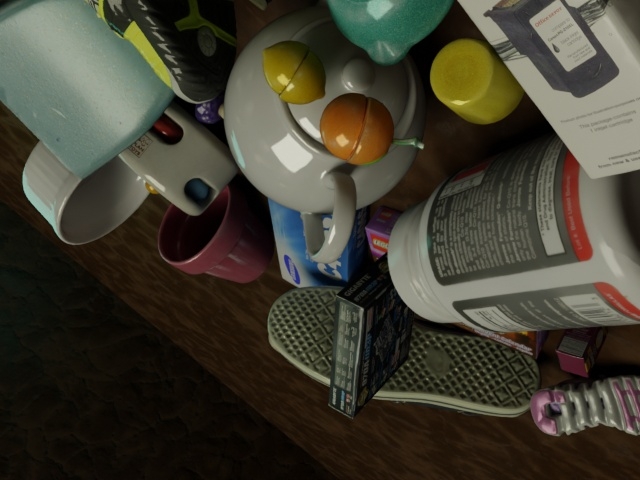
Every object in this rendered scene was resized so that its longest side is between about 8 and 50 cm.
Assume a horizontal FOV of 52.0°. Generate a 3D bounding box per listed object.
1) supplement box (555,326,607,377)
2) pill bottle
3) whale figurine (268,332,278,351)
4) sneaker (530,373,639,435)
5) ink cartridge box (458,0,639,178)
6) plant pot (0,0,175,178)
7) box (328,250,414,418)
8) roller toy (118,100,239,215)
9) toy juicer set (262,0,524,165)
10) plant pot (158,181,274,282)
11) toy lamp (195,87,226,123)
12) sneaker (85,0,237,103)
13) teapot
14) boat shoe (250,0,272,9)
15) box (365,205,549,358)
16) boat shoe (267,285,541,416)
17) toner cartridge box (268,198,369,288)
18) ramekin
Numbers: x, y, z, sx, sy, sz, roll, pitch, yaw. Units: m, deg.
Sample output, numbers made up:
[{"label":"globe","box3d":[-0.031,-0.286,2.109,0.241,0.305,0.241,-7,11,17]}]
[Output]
[{"label":"supplement box","box3d":[0.387,0.150,0.972,0.043,0.083,0.055,14,148,40]},{"label":"pill bottle","box3d":[0.242,-0.003,0.744,0.210,0.210,0.363,43,155,-14]},{"label":"whale figurine","box3d":[-0.020,0.233,1.619,0.216,0.141,0.272,31,179,12]},{"label":"sneaker","box3d":[0.468,0.257,1.064,0.236,0.104,0.095,-12,87,35]},{"label":"ink cartridge box","box3d":[0.212,-0.194,0.494,0.237,0.172,0.100,46,153,-19]},{"label":"plant pot","box3d":[-0.284,-0.282,0.912,0.252,0.247,0.248,-16,126,34]},{"label":"box","box3d":[0.085,0.139,1.015,0.051,0.175,0.220,23,128,28]},{"label":"roller toy","box3d":[-0.254,-0.143,1.145,0.209,0.146,0.191,42,177,-20]},{"label":"toy juicer set","box3d":[0.030,-0.223,0.597,0.209,0.089,0.329,-28,79,32]},{"label":"plant pot","box3d":[-0.198,-0.005,1.343,0.201,0.201,0.180,10,160,44]},{"label":"toy lamp","box3d":[-0.068,-0.159,1.023,0.274,0.080,0.080,27,154,16]},{"label":"sneaker","box3d":[-0.231,-0.318,0.712,0.147,0.145,0.385,-15,116,39]},{"label":"teapot","box3d":[0.015,-0.146,0.719,0.256,0.252,0.187,53,166,-6]},{"label":"boat shoe","box3d":[-0.108,-0.341,0.806,0.133,0.042,0.049,38,180,-1]},{"label":"box","box3d":[0.223,0.067,1.067,0.293,0.057,0.201,21,150,30]},{"label":"boat shoe","box3d":[0.143,0.214,1.212,0.499,0.187,0.156,13,162,6]},{"label":"toner cartridge box","box3d":[0.000,0.000,1.216,0.165,0.075,0.348,28,154,19]},{"label":"ramekin","box3d":[-0.473,-0.138,1.360,0.135,0.277,0.277,40,156,11]}]
